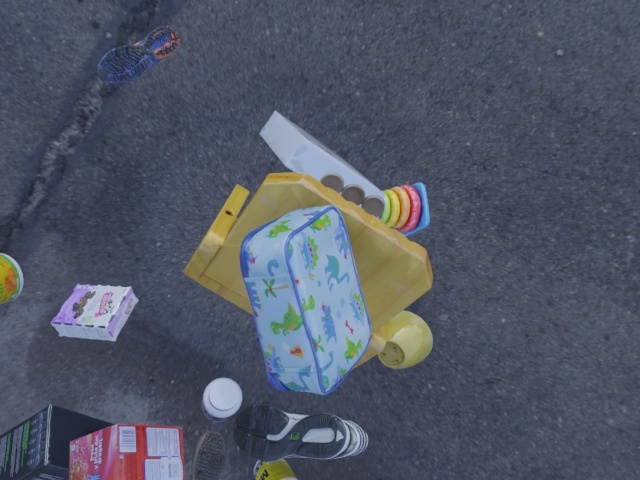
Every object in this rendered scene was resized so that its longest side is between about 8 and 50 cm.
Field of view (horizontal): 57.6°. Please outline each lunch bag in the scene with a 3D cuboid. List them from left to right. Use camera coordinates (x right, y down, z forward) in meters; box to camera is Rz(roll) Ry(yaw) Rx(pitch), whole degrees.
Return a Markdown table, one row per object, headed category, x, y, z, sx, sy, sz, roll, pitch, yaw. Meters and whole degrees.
| category | x | y | z | sx | sy | sz | roll | pitch | yaw |
| --- | --- | --- | --- | --- | --- | --- | --- | --- | --- |
| lunch bag | -0.012 | 0.073 | 0.750 | 0.090 | 0.176 | 0.219 | -5 | 108 | 30 |

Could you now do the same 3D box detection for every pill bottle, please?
| category | x | y | z | sx | sy | sz | roll | pitch | yaw |
| --- | --- | --- | --- | --- | --- | --- | --- | --- | --- |
| pill bottle | -0.898 | 0.122 | 1.476 | 0.136 | 0.245 | 0.137 | 4 | 102 | 17 |
| pill bottle | -0.170 | 0.275 | 1.007 | 0.067 | 0.120 | 0.067 | 5 | 67 | -12 |
| pill bottle | -0.132 | 0.801 | 1.901 | 0.119 | 0.208 | 0.119 | -7 | 107 | -24 |

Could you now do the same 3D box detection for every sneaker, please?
| category | x | y | z | sx | sy | sz | roll | pitch | yaw |
| --- | --- | --- | --- | --- | --- | --- | --- | --- | --- |
| sneaker | -0.445 | -0.443 | 1.423 | 0.221 | 0.087 | 0.083 | -37 | 107 | -27 |
| sneaker | -0.226 | 0.449 | 1.099 | 0.066 | 0.071 | 0.189 | 7 | 85 | -37 |
| sneaker | -0.051 | 0.635 | 1.857 | 0.447 | 0.257 | 0.169 | -6 | 64 | 34 |

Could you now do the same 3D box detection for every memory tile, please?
| category | x | y | z | sx | sy | sz | roll | pitch | yaw |
| --- | --- | --- | --- | --- | --- | --- | --- | --- | --- |
| memory tile | 0.023 | -0.028 | 0.905 | 0.113 | 0.012 | 0.148 | 26 | 117 | -14 |

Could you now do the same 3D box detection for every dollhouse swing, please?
| category | x | y | z | sx | sy | sz | roll | pitch | yaw |
| --- | --- | --- | --- | --- | --- | --- | --- | --- | --- |
| dollhouse swing | 0.000 | 0.000 | 1.010 | 0.346 | 0.315 | 0.305 | 31 | 119 | -10 |

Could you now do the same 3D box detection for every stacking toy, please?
| category | x | y | z | sx | sy | sz | roll | pitch | yaw |
| --- | --- | --- | --- | --- | --- | --- | --- | --- | --- |
| stacking toy | 0.201 | -0.108 | 1.951 | 0.301 | 0.175 | 0.166 | -1 | 76 | -25 |

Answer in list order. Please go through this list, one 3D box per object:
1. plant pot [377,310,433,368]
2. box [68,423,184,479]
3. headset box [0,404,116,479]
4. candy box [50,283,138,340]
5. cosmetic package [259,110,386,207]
| category | x | y | z | sx | sy | sz | roll | pitch | yaw |
| --- | --- | --- | --- | --- | --- | --- | --- | --- | --- |
| plant pot | 0.179 | 0.240 | 1.335 | 0.134 | 0.095 | 0.134 | 9 | 110 | 26 |
| box | -0.283 | 0.413 | 0.856 | 0.122 | 0.128 | 0.257 | -26 | 60 | 28 |
| headset box | -0.556 | 0.484 | 1.228 | 0.283 | 0.246 | 0.131 | -32 | 47 | 16 |
| candy box | -0.687 | 0.217 | 1.783 | 0.196 | 0.165 | 0.070 | 2 | 133 | 15 |
| cosmetic package | -0.005 | -0.221 | 1.648 | 0.284 | 0.377 | 0.097 | 29 | 101 | -26 |
